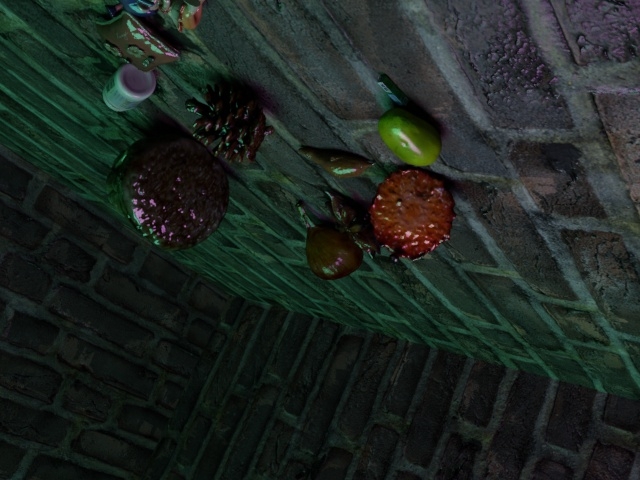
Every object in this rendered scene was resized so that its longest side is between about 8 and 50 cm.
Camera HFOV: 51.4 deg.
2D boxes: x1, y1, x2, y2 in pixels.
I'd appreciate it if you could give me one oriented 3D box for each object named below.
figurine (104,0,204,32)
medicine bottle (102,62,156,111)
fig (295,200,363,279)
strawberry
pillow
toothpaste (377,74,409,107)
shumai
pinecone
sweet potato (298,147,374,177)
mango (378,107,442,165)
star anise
[{"bbox_3d":[-0.328,-0.477,1.314,0.195,0.111,0.102,25,143,-2],"label":"figurine"},{"bbox_3d":[-0.517,-0.409,1.780,0.103,0.102,0.187,33,160,-26],"label":"medicine bottle"},{"bbox_3d":[0.025,-0.013,2.238,0.191,0.191,0.290,-15,97,64],"label":"fig"},{"bbox_3d":[0.245,-0.058,1.684,0.234,0.233,0.178,17,-176,21],"label":"strawberry"},{"bbox_3d":[-0.434,-0.461,1.560,0.179,0.075,0.171,3,152,47],"label":"pillow"},{"bbox_3d":[0.147,-0.302,1.345,0.083,0.020,0.017,36,161,-35],"label":"toothpaste"},{"bbox_3d":[-0.534,-0.164,2.115,0.348,0.395,0.395,9,157,37],"label":"shumai"},{"bbox_3d":[-0.227,-0.292,1.629,0.212,0.168,0.185,32,134,13],"label":"pinecone"},{"bbox_3d":[0.029,-0.201,1.733,0.226,0.068,0.068,16,161,27],"label":"sweet potato"},{"bbox_3d":[0.188,-0.222,1.416,0.163,0.089,0.117,37,172,-28],"label":"mango"},{"bbox_3d":[0.112,-0.060,2.000,0.272,0.102,0.272,48,169,12],"label":"star anise"}]
